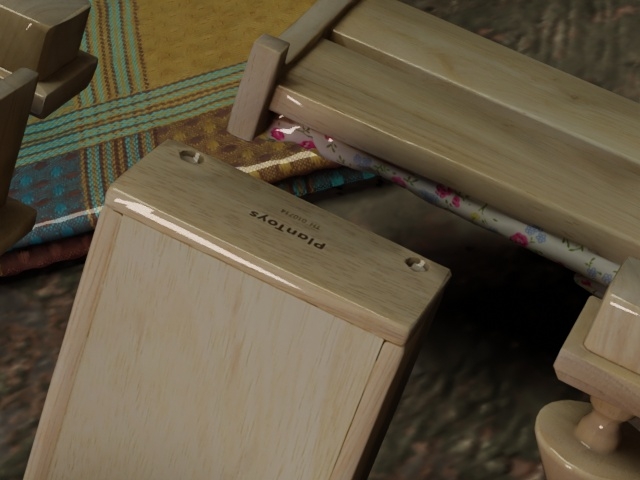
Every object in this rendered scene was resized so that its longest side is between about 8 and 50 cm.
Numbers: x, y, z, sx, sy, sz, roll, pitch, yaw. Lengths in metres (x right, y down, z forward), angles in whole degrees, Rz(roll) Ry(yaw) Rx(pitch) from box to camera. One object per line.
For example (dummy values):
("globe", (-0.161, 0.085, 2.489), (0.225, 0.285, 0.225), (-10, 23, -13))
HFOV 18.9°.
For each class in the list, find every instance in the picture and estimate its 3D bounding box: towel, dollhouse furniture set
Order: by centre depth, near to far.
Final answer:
("dollhouse furniture set", (0.000, 0.000, 0.764), (0.303, 0.173, 0.355), (25, 29, 9))
("towel", (-0.096, -0.118, 1.036), (0.272, 0.040, 0.370), (-15, 38, 1))
